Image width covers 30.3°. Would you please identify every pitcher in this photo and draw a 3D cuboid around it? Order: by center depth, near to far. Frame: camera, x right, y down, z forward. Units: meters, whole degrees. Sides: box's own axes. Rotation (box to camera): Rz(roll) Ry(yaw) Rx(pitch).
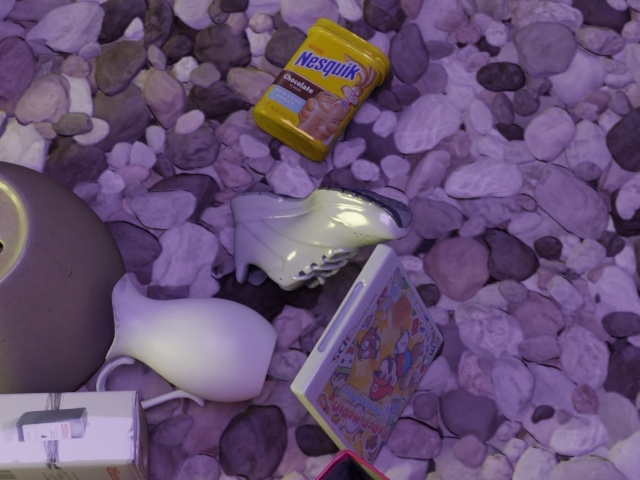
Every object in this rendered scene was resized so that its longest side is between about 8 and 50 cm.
[{"bbox_3d":[-0.170,0.150,1.479,0.207,0.125,0.177,16,106,-1],"label":"pitcher"}]

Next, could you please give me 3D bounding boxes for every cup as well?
[{"bbox_3d":[-0.413,0.033,1.441,0.331,0.237,0.331,1,70,-3],"label":"cup"}]

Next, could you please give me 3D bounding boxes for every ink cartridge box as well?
[{"bbox_3d":[-0.317,0.241,1.406,0.218,0.158,0.092,0,68,-3],"label":"ink cartridge box"}]

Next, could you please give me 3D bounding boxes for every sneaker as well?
[{"bbox_3d":[0.000,0.000,1.492,0.111,0.297,0.129,11,80,-42],"label":"sneaker"}]

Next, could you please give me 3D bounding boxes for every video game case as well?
[{"bbox_3d":[0.064,0.147,1.434,0.026,0.227,0.206,19,67,33],"label":"video game case"}]

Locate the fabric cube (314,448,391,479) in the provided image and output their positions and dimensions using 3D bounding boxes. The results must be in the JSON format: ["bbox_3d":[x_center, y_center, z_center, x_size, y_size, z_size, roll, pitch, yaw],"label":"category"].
[{"bbox_3d":[0.059,0.432,1.265,0.254,0.258,0.259,33,69,29],"label":"fabric cube"}]

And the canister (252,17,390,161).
[{"bbox_3d":[0.000,-0.208,1.642,0.126,0.073,0.170,32,72,10],"label":"canister"}]
